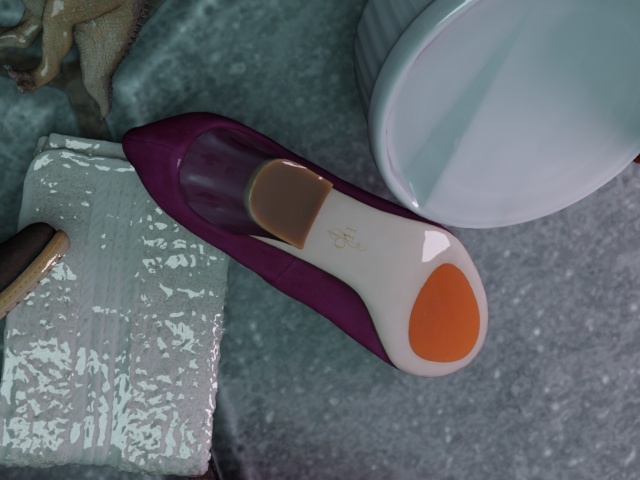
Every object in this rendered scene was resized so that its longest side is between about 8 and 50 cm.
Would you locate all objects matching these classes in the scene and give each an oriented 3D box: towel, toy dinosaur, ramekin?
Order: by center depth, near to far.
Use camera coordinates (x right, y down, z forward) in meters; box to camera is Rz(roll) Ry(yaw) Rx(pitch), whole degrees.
[{"bbox_3d":[-0.204,-0.242,1.172,0.200,0.127,0.296,-33,110,-7],"label":"toy dinosaur"},{"bbox_3d":[0.150,-0.148,1.186,0.272,0.127,0.273,-14,137,-13],"label":"ramekin"},{"bbox_3d":[-0.170,0.055,1.229,0.187,0.049,0.282,6,83,-13],"label":"towel"}]

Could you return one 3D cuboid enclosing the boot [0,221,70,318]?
[{"bbox_3d":[-0.345,0.005,1.126,0.248,0.090,0.207,-37,95,-7],"label":"boot"}]

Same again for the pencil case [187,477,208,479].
[{"bbox_3d":[0.022,0.321,1.271,0.386,0.160,0.167,20,66,-22],"label":"pencil case"}]

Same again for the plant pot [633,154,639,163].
[{"bbox_3d":[0.395,-0.216,1.202,0.235,0.267,0.267,-20,104,-18],"label":"plant pot"}]

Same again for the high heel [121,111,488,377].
[{"bbox_3d":[0.000,0.000,1.250,0.377,0.181,0.127,42,76,-44],"label":"high heel"}]
